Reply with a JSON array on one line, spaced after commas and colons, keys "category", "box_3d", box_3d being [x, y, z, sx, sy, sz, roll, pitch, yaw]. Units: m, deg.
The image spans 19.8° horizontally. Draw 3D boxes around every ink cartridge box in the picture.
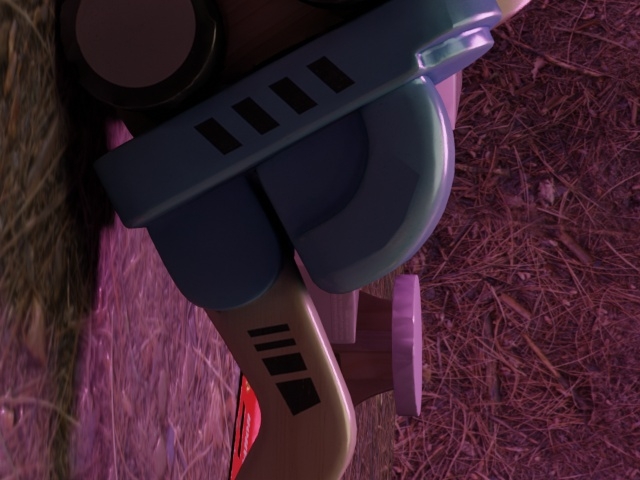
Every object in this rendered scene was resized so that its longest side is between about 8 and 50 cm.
[{"category": "ink cartridge box", "box_3d": [-0.050, 0.247, 1.942, 0.225, 0.056, 0.181, 84, 8, -51]}]

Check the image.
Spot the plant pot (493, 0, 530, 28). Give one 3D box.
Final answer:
[{"category": "plant pot", "box_3d": [0.002, -0.310, 1.567, 0.323, 0.323, 0.280, -77, 147, -64]}]

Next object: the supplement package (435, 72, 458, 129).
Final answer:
[{"category": "supplement package", "box_3d": [0.098, -0.282, 2.604, 0.263, 0.199, 0.198, -71, 160, -70]}]

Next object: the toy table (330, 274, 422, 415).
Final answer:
[{"category": "toy table", "box_3d": [0.044, 0.129, 2.290, 0.274, 0.161, 0.252, 74, 16, -68]}]

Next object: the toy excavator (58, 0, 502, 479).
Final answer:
[{"category": "toy excavator", "box_3d": [-0.029, 0.014, 1.268, 0.445, 0.433, 0.222, 62, 6, 3]}]

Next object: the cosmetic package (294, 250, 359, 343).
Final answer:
[{"category": "cosmetic package", "box_3d": [0.000, 0.000, 2.175, 0.238, 0.107, 0.127, -88, 176, -48]}]
